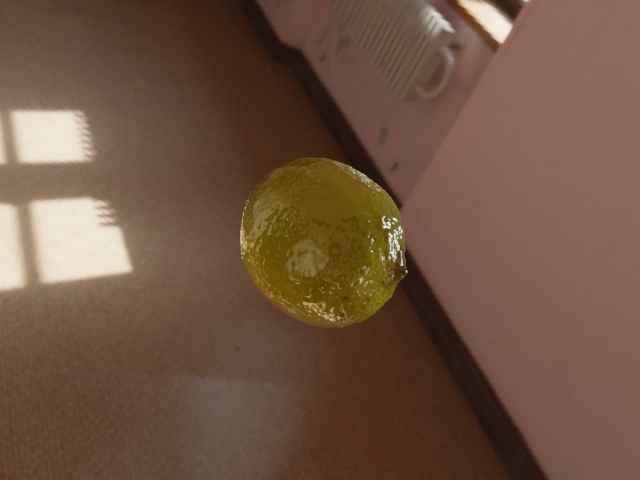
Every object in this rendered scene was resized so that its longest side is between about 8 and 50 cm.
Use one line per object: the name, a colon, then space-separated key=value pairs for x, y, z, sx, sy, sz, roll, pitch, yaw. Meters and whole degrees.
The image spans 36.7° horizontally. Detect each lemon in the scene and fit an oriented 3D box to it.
lemon: x=0.000 y=0.000 z=0.650 sx=0.133 sy=0.109 sz=0.109 roll=32 pitch=26 yaw=31
